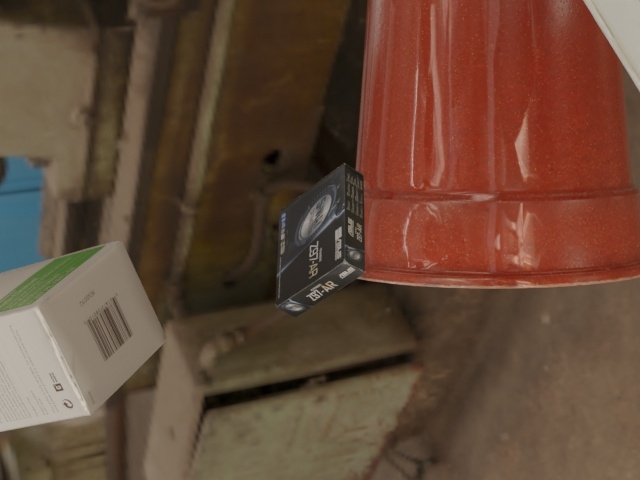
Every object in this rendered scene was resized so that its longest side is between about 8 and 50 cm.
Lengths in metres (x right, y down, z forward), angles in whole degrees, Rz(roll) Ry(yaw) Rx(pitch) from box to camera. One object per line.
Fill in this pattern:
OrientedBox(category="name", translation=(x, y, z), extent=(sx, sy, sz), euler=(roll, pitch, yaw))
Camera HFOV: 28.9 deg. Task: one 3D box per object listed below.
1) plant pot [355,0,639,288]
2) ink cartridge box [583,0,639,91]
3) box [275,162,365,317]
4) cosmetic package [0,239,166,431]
OrientedBox(category="plant pot", translation=(0.143, -0.109, 1.042), extent=(0.272, 0.272, 0.265), euler=(-168, 75, -64))
OrientedBox(category="ink cartridge box", translation=(0.219, -0.175, 0.604), extent=(0.153, 0.208, 0.087), euler=(59, -163, -4))
OrientedBox(category="box", translation=(0.000, 0.000, 0.806), extent=(0.067, 0.018, 0.083), euler=(-34, 39, 36))
OrientedBox(category="cosmetic package", translation=(-0.404, 0.139, 1.553), extent=(0.365, 0.197, 0.155), euler=(-13, 109, 28))
